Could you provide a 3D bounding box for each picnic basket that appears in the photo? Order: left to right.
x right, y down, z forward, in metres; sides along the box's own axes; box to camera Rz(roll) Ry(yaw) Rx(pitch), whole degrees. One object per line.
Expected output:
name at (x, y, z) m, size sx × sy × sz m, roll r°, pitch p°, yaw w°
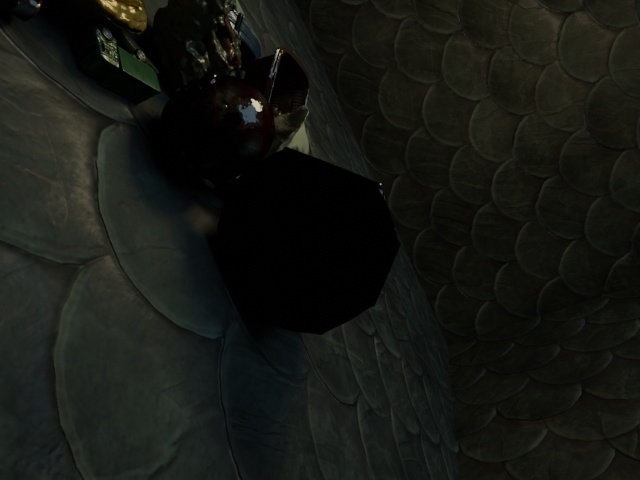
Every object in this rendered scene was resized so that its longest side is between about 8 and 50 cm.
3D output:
picnic basket at (-0.143, -0.387, 1.302) m, size 0.222 × 0.129 × 0.297 m, roll 25°, pitch 75°, yaw -62°

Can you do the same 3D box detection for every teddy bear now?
teddy bear at (-0.263, -0.475, 1.107) m, size 0.368 × 0.224 × 0.358 m, roll -90°, pitch 170°, yaw -54°

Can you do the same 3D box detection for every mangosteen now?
mangosteen at (-0.202, -0.204, 0.950) m, size 0.289 × 0.231 × 0.232 m, roll 77°, pitch 5°, yaw -48°

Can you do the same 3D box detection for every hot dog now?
hot dog at (-0.390, -0.397, 0.927) m, size 0.044 × 0.028 × 0.137 m, roll 48°, pitch -3°, yaw 45°

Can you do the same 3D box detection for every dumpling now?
dumpling at (-0.125, -0.199, 1.090) m, size 0.227 × 0.175 × 0.244 m, roll -72°, pitch 170°, yaw -45°

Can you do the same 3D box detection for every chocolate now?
chocolate at (0.000, 0.000, 1.029) m, size 0.384 × 0.383 × 0.331 m, roll 67°, pitch 18°, yaw 0°

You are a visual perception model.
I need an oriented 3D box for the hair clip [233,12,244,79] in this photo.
hair clip at (-0.234, -0.518, 1.273) m, size 0.039 × 0.070 × 0.230 m, roll -128°, pitch -146°, yaw -46°

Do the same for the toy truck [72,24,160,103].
toy truck at (-0.373, -0.323, 0.827) m, size 0.147 × 0.065 × 0.079 m, roll 17°, pitch 55°, yaw -69°

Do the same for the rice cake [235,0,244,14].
rice cake at (-0.350, -0.923, 1.653) m, size 0.222 × 0.042 × 0.080 m, roll 61°, pitch 20°, yaw -16°

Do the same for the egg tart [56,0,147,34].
egg tart at (-0.414, -0.463, 0.794) m, size 0.241 × 0.105 × 0.241 m, roll 52°, pitch 18°, yaw -25°

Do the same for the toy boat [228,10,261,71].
toy boat at (-0.277, -0.644, 1.382) m, size 0.309 × 0.128 × 0.143 m, roll 31°, pitch 50°, yaw -59°

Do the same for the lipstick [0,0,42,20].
lipstick at (-0.524, -0.428, 0.508) m, size 0.418 × 0.077 × 0.077 m, roll 42°, pitch 30°, yaw -54°
